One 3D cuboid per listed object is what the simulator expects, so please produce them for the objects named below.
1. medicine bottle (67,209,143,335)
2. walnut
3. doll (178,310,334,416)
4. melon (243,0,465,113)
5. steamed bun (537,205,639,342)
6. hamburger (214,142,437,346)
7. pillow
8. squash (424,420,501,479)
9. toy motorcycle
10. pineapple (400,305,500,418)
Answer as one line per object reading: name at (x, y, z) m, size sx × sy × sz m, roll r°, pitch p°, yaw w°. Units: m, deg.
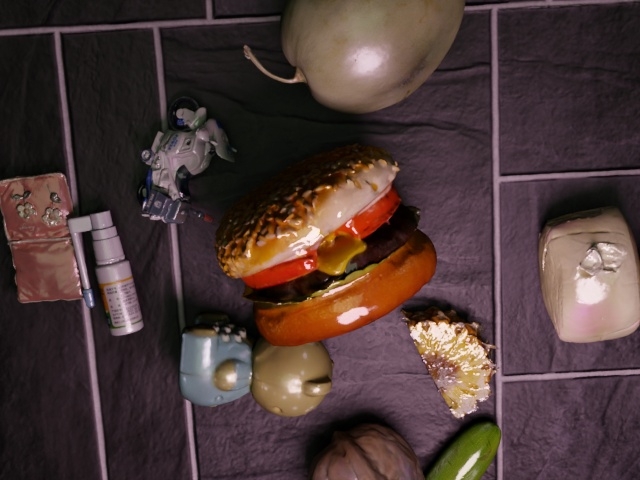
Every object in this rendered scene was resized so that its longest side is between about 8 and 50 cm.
medicine bottle at (-0.382, 0.059, 1.331) m, size 0.092 × 0.061 × 0.220 m, roll -11°, pitch 99°, yaw -4°
walnut at (0.084, 0.437, 1.334) m, size 0.224 × 0.224 × 0.224 m, roll 0°, pitch 100°, yaw 0°
doll at (-0.106, 0.219, 1.305) m, size 0.261 × 0.177 × 0.161 m, roll 5°, pitch 95°, yaw 1°
melon at (0.078, -0.338, 1.173) m, size 0.272 × 0.272 × 0.308 m, roll 35°, pitch 106°, yaw -6°
steamed bun at (0.470, 0.067, 1.291) m, size 0.170 × 0.152 × 0.238 m, roll -9°, pitch 96°, yaw 7°
hamburger at (0.000, 0.000, 1.197) m, size 0.330 × 0.330 × 0.250 m, roll -23°, pitch 103°, yaw 3°
pillow at (-0.490, -0.003, 1.331) m, size 0.126 × 0.043 × 0.232 m, roll -8°, pitch 100°, yaw -2°
squash at (0.234, 0.454, 1.394) m, size 0.082 × 0.082 × 0.292 m, roll 33°, pitch 98°, yaw -6°
toy motorcycle at (-0.230, -0.127, 1.289) m, size 0.150 × 0.102 × 0.221 m, roll 26°, pitch 96°, yaw 16°
pineapple at (0.252, 0.200, 1.357) m, size 0.135 × 0.079 × 0.233 m, roll -28°, pitch 105°, yaw 13°
